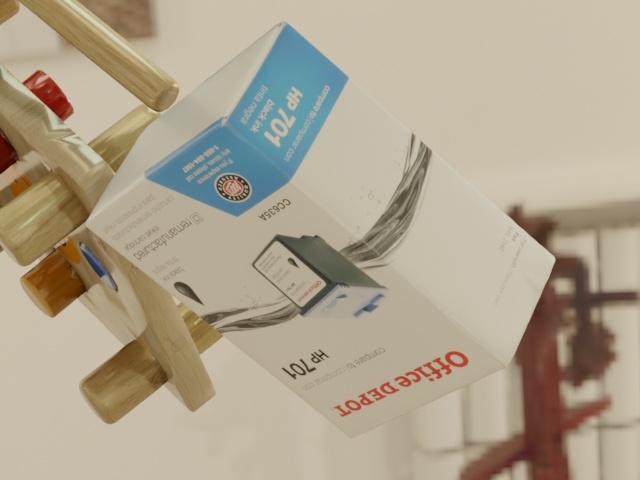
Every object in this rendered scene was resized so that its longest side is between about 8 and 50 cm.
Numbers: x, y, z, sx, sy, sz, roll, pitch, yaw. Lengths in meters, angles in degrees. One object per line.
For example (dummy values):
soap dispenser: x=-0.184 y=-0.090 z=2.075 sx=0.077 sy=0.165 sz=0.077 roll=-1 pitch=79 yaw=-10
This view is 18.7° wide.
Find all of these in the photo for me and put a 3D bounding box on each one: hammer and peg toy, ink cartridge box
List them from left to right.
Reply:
hammer and peg toy: x=-0.186 y=-0.055 z=1.233 sx=0.127 sy=0.361 sz=0.266 roll=-38 pitch=55 yaw=-15
ink cartridge box: x=0.000 y=0.000 z=0.990 sx=0.139 sy=0.191 sz=0.082 roll=-32 pitch=22 yaw=48
